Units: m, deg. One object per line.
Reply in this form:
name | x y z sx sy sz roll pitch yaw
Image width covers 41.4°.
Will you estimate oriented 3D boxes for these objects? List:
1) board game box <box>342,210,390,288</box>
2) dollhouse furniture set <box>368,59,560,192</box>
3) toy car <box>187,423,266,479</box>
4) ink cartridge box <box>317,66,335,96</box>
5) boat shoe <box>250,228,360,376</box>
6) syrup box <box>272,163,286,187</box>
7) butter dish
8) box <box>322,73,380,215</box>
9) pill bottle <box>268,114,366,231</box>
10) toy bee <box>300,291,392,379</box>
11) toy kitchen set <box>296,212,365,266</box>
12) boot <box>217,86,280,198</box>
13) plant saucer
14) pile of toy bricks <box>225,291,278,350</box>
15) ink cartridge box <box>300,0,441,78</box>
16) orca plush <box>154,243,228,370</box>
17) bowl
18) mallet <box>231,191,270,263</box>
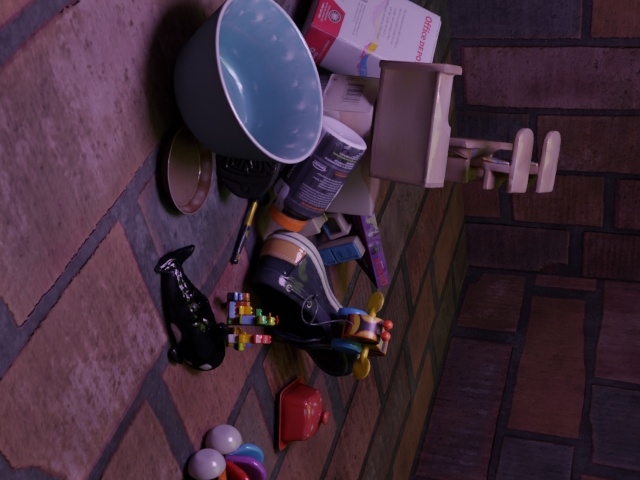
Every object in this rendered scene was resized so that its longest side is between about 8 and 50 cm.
board game box | 0.100 -0.047 2.318 0.056 0.208 0.346 -30 136 -13
dollhouse furniture set | 0.301 -0.260 1.933 0.394 0.362 0.256 -5 105 -49
toy car | -0.180 0.476 1.724 0.182 0.136 0.159 -53 143 -55
ink cartridge box | 0.068 -0.340 2.188 0.087 0.153 0.208 -54 143 -54
boat shoe | -0.037 0.187 2.002 0.156 0.187 0.500 -59 145 -31
syrup box | -0.039 -0.220 2.007 0.096 0.093 0.236 56 43 -61
butter dish | -0.035 0.440 2.141 0.160 0.118 0.159 -21 114 -68
box | 0.073 -0.218 1.984 0.311 0.121 0.148 86 16 -46
pill bottle | -0.017 -0.138 1.834 0.245 0.130 0.130 -56 169 20
toy bee | 0.097 0.216 1.900 0.298 0.162 0.195 0 94 -60
toy kitchen set | 0.000 0.000 2.191 0.207 0.122 0.166 61 34 -24
boot | -0.099 -0.259 1.784 0.260 0.131 0.347 -6 103 -73
plant saucer | -0.247 -0.132 1.554 0.168 0.029 0.168 6 90 -70
pile of toy bricks | -0.135 0.163 1.702 0.212 0.105 0.118 140 -48 -78
ink cartridge box | 0.117 -0.498 2.053 0.131 0.306 0.226 -45 -156 56
orca plush | -0.214 0.140 1.599 0.151 0.102 0.287 -51 141 -57
bowl | -0.147 -0.272 1.530 0.311 0.163 0.311 28 56 -51
mallet | -0.153 -0.034 1.835 0.062 0.039 0.189 50 53 -66
